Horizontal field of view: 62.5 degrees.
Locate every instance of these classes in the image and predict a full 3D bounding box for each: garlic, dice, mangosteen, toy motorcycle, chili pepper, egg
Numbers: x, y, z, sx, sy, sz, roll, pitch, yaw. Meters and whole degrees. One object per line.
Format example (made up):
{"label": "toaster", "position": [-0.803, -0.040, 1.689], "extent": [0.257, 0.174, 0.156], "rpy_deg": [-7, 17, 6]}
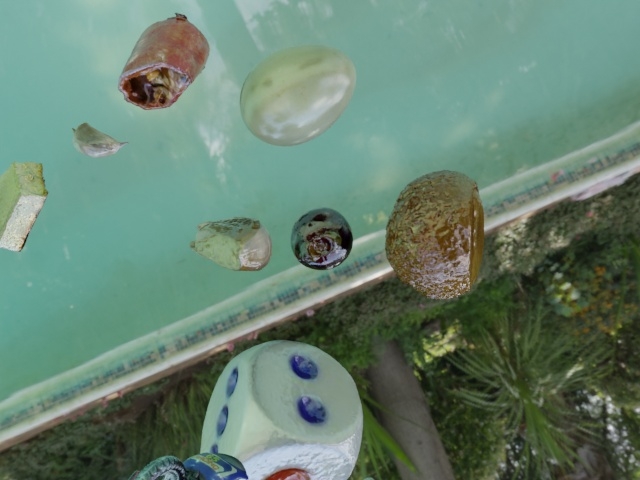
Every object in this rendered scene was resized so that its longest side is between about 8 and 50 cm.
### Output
{"label": "garlic", "position": [-0.600, -0.259, 1.402], "extent": [0.084, 0.152, 0.066], "rpy_deg": [-63, 169, 1]}
{"label": "dice", "position": [-0.084, 0.373, 1.055], "extent": [0.243, 0.251, 0.259], "rpy_deg": [16, 120, -22]}
{"label": "mangosteen", "position": [0.000, 0.000, 1.209], "extent": [0.153, 0.152, 0.152], "rpy_deg": [-23, 170, -4]}
{"label": "toy motorcycle", "position": [-0.146, 0.349, 0.584], "extent": [0.113, 0.315, 0.169], "rpy_deg": [13, -157, 26]}
{"label": "chili pepper", "position": [-0.492, -0.546, 1.690], "extent": [0.252, 0.305, 0.229], "rpy_deg": [-5, 138, 7]}
{"label": "garlic", "position": [-0.143, 0.004, 0.894], "extent": [0.101, 0.086, 0.196], "rpy_deg": [-7, -165, -37]}
{"label": "egg", "position": [-0.046, -0.298, 1.078], "extent": [0.254, 0.188, 0.188], "rpy_deg": [-22, 171, 16]}

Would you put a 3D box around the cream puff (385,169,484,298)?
{"label": "cream puff", "position": [0.249, -0.015, 1.168], "extent": [0.212, 0.302, 0.303], "rpy_deg": [5, 180, 21]}

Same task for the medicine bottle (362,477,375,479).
{"label": "medicine bottle", "position": [0.165, 0.743, 1.494], "extent": [0.080, 0.080, 0.130], "rpy_deg": [-17, -155, -33]}

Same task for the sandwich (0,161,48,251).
{"label": "sandwich", "position": [-0.604, -0.089, 1.037], "extent": [0.058, 0.193, 0.162], "rpy_deg": [22, 99, -49]}

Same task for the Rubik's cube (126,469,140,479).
{"label": "Rubik's cube", "position": [-0.466, 0.663, 1.143], "extent": [0.178, 0.190, 0.211], "rpy_deg": [-29, 178, 8]}
